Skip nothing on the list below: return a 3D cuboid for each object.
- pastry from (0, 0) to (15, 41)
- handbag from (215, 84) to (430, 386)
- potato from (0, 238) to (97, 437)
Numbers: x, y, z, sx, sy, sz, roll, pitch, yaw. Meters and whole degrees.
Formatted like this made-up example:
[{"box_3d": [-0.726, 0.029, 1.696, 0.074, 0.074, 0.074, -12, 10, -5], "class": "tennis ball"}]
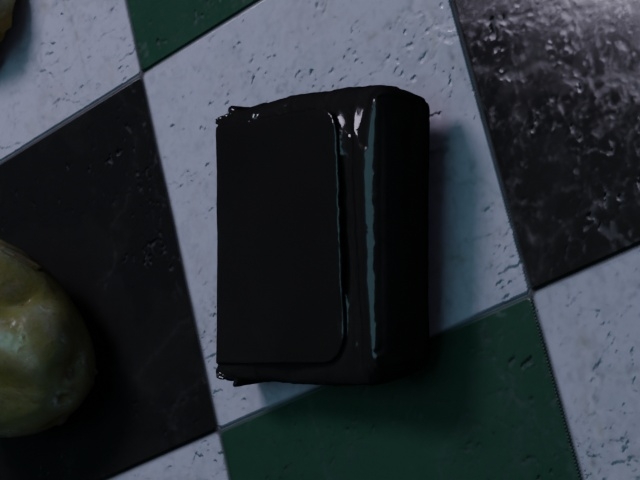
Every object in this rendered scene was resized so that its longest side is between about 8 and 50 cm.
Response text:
[{"box_3d": [-0.394, -0.272, 1.920, 0.218, 0.100, 0.229, 30, 106, 39], "class": "pastry"}, {"box_3d": [0.000, 0.000, 1.568, 0.223, 0.080, 0.247, -4, 85, 48], "class": "handbag"}, {"box_3d": [-0.316, 0.092, 1.778, 0.235, 0.160, 0.178, 20, 137, 27], "class": "potato"}]
